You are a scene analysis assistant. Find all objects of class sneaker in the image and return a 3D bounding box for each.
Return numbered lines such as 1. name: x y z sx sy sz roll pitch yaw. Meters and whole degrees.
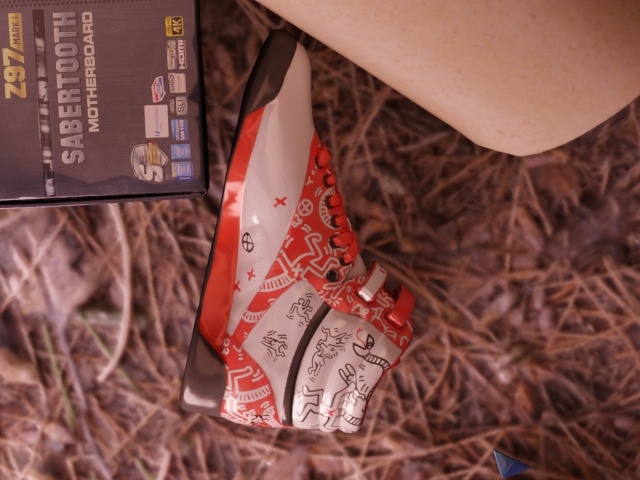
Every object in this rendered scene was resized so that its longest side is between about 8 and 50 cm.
1. sneaker: 0.000 0.000 1.209 0.145 0.090 0.270 12 100 -4

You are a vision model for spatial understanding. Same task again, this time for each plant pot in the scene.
1. plant pot: 0.071 -0.223 1.076 0.305 0.334 0.334 39 95 -24

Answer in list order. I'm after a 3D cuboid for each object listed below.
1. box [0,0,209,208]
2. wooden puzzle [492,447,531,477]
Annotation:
1. box: -0.172 -0.140 1.201 0.183 0.059 0.233 -2 96 0
2. wooden puzzle: 0.133 0.212 1.275 0.078 0.014 0.116 19 96 -8
